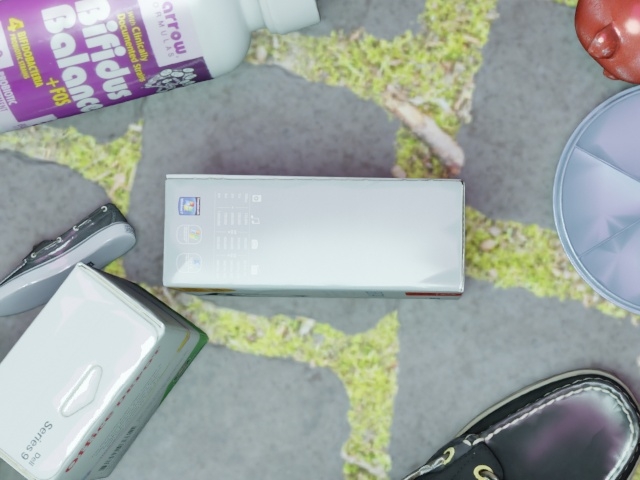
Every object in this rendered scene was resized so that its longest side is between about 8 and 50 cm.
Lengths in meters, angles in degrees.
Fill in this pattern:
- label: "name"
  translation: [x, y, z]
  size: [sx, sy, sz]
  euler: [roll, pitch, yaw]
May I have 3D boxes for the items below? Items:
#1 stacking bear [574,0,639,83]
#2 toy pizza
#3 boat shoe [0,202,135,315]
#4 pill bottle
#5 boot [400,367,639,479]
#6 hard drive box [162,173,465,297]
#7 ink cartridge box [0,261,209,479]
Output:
- label: "stacking bear"
  translation: [0.326, -0.251, 1.367]
  size: [0.289, 0.175, 0.164]
  euler: [-45, 77, 9]
- label: "toy pizza"
  translation: [0.295, -0.034, 1.405]
  size: [0.201, 0.032, 0.201]
  euler: [0, 88, 0]
- label: "boat shoe"
  translation: [-0.226, 0.017, 1.434]
  size: [0.142, 0.049, 0.040]
  euler: [-29, 65, 0]
- label: "pill bottle"
  translation: [-0.159, -0.202, 1.381]
  size: [0.301, 0.169, 0.169]
  euler: [-15, 85, 3]
- label: "boot"
  translation: [0.100, 0.235, 1.271]
  size: [0.377, 0.284, 0.138]
  euler: [-33, 84, 2]
- label: "hard drive box"
  translation: [0.000, 0.000, 1.350]
  size: [0.232, 0.181, 0.089]
  euler: [0, 86, 4]
- label: "ink cartridge box"
  translation: [-0.182, 0.109, 1.336]
  size: [0.093, 0.212, 0.154]
  euler: [37, 89, 6]
